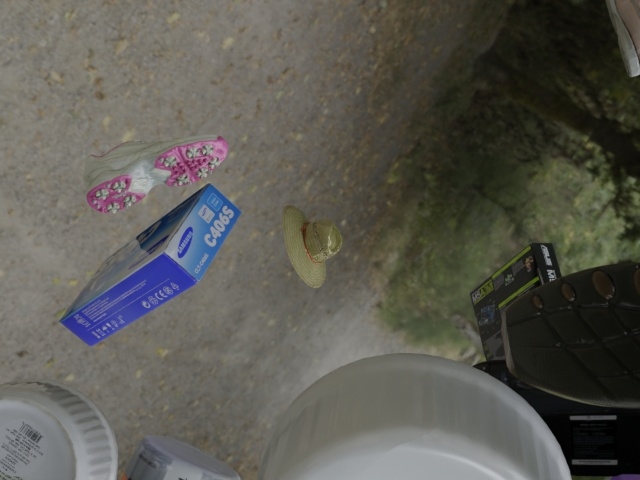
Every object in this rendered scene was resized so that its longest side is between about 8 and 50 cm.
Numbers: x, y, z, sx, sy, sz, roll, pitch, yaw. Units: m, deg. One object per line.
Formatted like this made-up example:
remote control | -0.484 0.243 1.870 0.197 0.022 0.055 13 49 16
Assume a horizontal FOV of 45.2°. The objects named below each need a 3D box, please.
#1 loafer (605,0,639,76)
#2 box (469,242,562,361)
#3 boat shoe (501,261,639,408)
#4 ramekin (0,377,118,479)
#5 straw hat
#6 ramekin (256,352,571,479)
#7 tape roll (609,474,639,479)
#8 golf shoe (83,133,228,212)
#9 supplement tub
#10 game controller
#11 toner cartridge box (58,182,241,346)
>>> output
loafer | 0.284 -0.201 0.695 0.045 0.039 0.125 47 35 -52
box | 0.304 0.125 1.158 0.045 0.184 0.191 4 151 -19
boat shoe | 0.325 0.085 0.675 0.120 0.323 0.123 61 25 -71
ramekin | -0.343 0.259 0.869 0.207 0.207 0.109 -51 174 -11
straw hat | 0.000 0.000 1.206 0.061 0.145 0.144 -23 173 22
ramekin | 0.070 0.242 0.611 0.277 0.277 0.135 -58 178 12
tape roll | 0.521 0.456 1.220 0.274 0.090 0.275 -17 116 -40
golf shoe | -0.347 -0.171 1.592 0.306 0.140 0.115 -21 144 -12
supplement tub | -0.299 0.540 1.373 0.338 0.207 0.207 -65 163 -9
game controller | 0.337 0.221 0.954 0.067 0.318 0.167 -71 153 -55
toner cartridge box | -0.286 0.047 1.265 0.347 0.075 0.165 -29 -154 41
